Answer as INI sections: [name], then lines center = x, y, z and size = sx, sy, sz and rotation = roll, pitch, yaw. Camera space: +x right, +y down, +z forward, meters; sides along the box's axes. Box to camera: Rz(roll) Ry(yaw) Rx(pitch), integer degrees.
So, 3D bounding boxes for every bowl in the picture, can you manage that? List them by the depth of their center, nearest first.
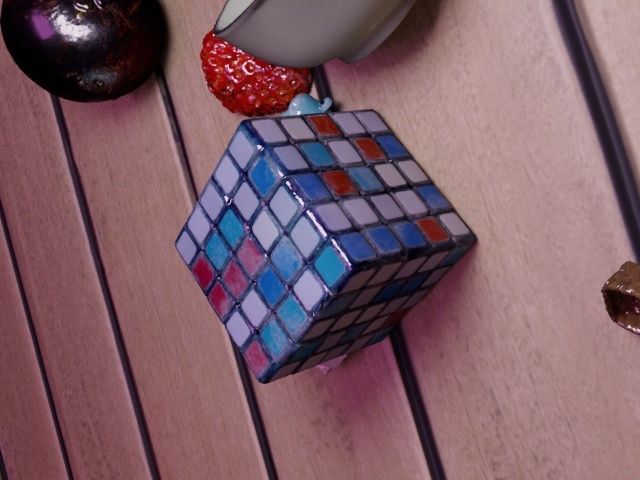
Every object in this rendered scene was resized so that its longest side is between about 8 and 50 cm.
[bowl]
center = 0.026, -0.377, 1.182
size = 0.185, 0.353, 0.354
rotation = 36, 138, -21

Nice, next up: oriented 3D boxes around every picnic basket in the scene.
[picnic basket]
center = 0.436, 0.090, 0.986
size = 0.193, 0.055, 0.110
rotation = 22, 158, 39

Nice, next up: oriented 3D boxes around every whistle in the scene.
[whistle]
center = -0.068, -0.151, 1.422
size = 0.274, 0.093, 0.186
rotation = -43, 26, 32

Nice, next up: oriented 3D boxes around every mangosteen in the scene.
[mangosteen]
center = -0.468, -0.416, 1.643
size = 0.330, 0.330, 0.329
rotation = 12, 107, 43

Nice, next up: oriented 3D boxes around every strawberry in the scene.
[strawberry]
center = -0.131, -0.304, 1.456
size = 0.237, 0.111, 0.190
rotation = 26, 114, 38

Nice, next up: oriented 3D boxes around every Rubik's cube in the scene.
[Rubik's cube]
center = 0.000, 0.000, 1.264
size = 0.287, 0.293, 0.292
rotation = 55, 133, 21

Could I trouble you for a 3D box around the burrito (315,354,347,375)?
[burrito]
center = -0.071, 0.073, 1.503
size = 0.392, 0.076, 0.117
rotation = 53, 132, 23
